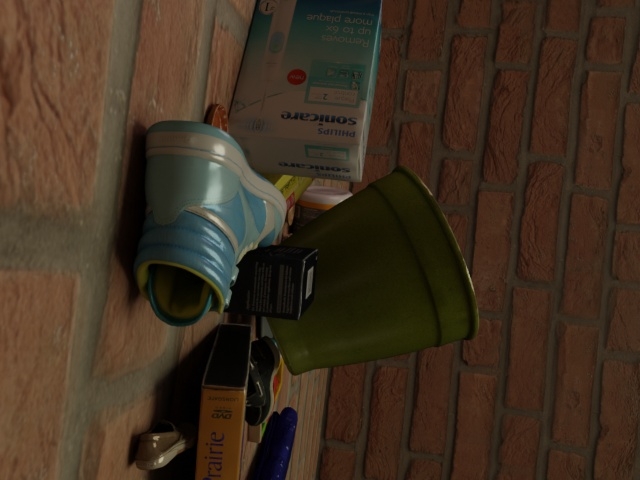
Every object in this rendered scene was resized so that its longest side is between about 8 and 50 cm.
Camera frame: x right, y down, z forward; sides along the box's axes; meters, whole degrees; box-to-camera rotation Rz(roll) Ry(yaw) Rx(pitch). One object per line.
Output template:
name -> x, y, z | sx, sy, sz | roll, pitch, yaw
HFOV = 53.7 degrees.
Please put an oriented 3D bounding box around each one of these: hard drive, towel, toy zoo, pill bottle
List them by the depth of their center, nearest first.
hard drive -> -0.097, 0.149, 1.393 | 0.094, 0.022, 0.135 | -19, 125, -35
toy zoo -> -0.122, 0.319, 1.529 | 0.293, 0.030, 0.192 | -65, 160, -69
towel -> -0.129, 0.598, 1.606 | 0.308, 0.076, 0.227 | -70, 172, -65
pill bottle -> 0.000, 0.000, 1.708 | 0.162, 0.162, 0.278 | -60, 156, -73

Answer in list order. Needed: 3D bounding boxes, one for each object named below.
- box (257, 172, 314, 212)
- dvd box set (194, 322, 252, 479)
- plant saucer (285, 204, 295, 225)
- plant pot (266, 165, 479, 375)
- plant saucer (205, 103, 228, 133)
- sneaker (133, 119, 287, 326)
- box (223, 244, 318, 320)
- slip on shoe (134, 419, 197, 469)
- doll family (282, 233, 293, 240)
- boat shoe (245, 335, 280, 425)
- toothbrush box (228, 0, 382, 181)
box -> -0.077, -0.098, 1.135 | 0.232, 0.058, 0.087 | -54, 150, -45
dvd box set -> -0.152, 0.366, 0.954 | 0.307, 0.062, 0.420 | -118, -147, -81
plant saucer -> -0.079, -0.080, 1.583 | 0.083, 0.015, 0.083 | 6, 90, -83
plant pot -> 0.060, 0.088, 1.232 | 0.366, 0.353, 0.366 | 158, -90, -85
plant saucer -> -0.150, -0.154, 0.908 | 0.083, 0.013, 0.083 | 7, 90, -84
sneaker -> -0.132, 0.010, 0.769 | 0.319, 0.127, 0.208 | 47, 47, -69
box -> -0.093, 0.057, 0.971 | 0.156, 0.158, 0.093 | -31, 126, -81
slip on shoe -> -0.194, 0.246, 0.797 | 0.135, 0.051, 0.041 | -3, 87, -77
doll family -> -0.051, 0.067, 1.513 | 0.263, 0.118, 0.163 | -67, 162, -68
boat shoe -> -0.139, 0.291, 1.265 | 0.079, 0.084, 0.233 | -24, 138, -37
toothbrush box -> -0.019, -0.260, 1.066 | 0.126, 0.216, 0.295 | 79, 19, -67
